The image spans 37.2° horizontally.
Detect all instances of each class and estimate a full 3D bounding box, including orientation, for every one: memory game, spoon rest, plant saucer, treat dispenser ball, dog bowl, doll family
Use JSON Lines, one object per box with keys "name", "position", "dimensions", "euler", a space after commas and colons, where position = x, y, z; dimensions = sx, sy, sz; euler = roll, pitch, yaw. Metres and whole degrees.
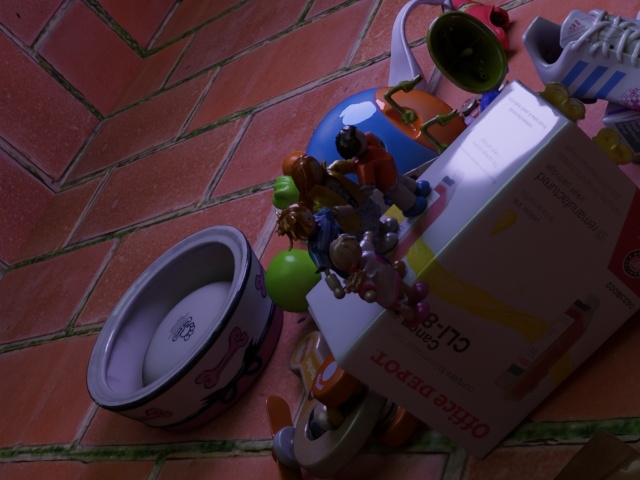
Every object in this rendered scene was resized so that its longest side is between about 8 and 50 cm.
{"name": "memory game", "position": [0.283, -0.219, 1.702], "dimensions": [0.186, 0.012, 0.186], "euler": [-40, 25, 23]}
{"name": "spoon rest", "position": [0.174, -0.357, 1.883], "dimensions": [0.137, 0.084, 0.276], "euler": [-172, 96, -72]}
{"name": "plant saucer", "position": [0.012, -0.273, 2.142], "dimensions": [0.083, 0.013, 0.083], "euler": [-32, 33, 24]}
{"name": "treat dispenser ball", "position": [0.114, -0.100, 1.511], "dimensions": [0.288, 0.288, 0.288], "euler": [-32, 32, 23]}
{"name": "dog bowl", "position": [-0.241, 0.174, 1.773], "dimensions": [0.408, 0.150, 0.408], "euler": [-32, 32, 23]}
{"name": "doll family", "position": [0.027, -0.012, 1.056], "dimensions": [0.118, 0.163, 0.263], "euler": [-32, 36, 32]}

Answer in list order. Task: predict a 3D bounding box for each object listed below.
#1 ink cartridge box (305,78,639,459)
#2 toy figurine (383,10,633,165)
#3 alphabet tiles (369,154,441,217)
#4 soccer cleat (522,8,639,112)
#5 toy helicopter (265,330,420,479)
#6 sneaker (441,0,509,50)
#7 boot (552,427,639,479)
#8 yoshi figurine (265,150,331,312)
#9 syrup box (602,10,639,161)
{"name": "ink cartridge box", "position": [0.218, 0.046, 1.176], "dimensions": [0.384, 0.279, 0.160], "euler": [-47, 29, 11]}
{"name": "toy figurine", "position": [0.266, -0.165, 1.415], "dimensions": [0.191, 0.362, 0.217], "euler": [-50, 5, 9]}
{"name": "alphabet tiles", "position": [0.182, 0.004, 1.360], "dimensions": [0.198, 0.237, 0.009], "euler": [-27, 11, 27]}
{"name": "soccer cleat", "position": [0.403, -0.247, 1.276], "dimensions": [0.116, 0.143, 0.331], "euler": [-54, 30, -13]}
{"name": "toy helicopter", "position": [0.000, 0.244, 1.437], "dimensions": [0.235, 0.140, 0.355], "euler": [-52, 18, 7]}
{"name": "sneaker", "position": [0.314, -0.432, 1.893], "dimensions": [0.118, 0.107, 0.279], "euler": [-19, 38, 10]}
{"name": "boot", "position": [0.271, 0.354, 0.983], "dimensions": [0.280, 0.096, 0.264], "euler": [-38, 22, 0]}
{"name": "yoshi figurine", "position": [-0.028, -0.001, 1.696], "dimensions": [0.203, 0.203, 0.362], "euler": [-51, 28, 25]}
{"name": "syrup box", "position": [0.497, -0.235, 1.383], "dimensions": [0.096, 0.093, 0.237], "euler": [-8, 47, 47]}
